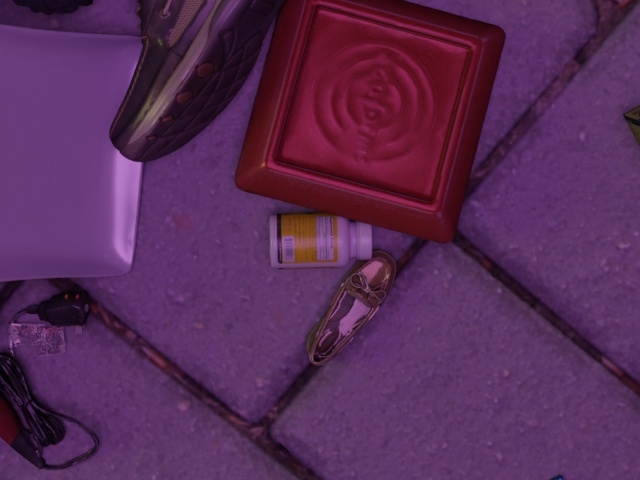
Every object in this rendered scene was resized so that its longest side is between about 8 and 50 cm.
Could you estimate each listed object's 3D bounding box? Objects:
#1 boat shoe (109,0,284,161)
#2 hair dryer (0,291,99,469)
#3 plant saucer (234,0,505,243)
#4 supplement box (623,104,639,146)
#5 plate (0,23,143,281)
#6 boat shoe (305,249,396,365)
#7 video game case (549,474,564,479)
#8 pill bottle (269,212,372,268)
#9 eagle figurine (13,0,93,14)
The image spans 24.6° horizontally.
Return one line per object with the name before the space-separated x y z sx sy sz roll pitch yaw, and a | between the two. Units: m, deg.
boat shoe | -0.132 -0.251 1.621 0.130 0.132 0.355 37 97 19
hair dryer | -0.405 0.166 1.690 0.294 0.080 0.223 1 100 -1
plant saucer | 0.059 -0.151 1.643 0.259 0.048 0.258 15 88 -4
supplement box | 0.394 -0.117 1.660 0.056 0.083 0.083 -29 99 3
plate | -0.309 -0.094 1.598 0.277 0.045 0.278 -3 103 -46
boat shoe | 0.036 0.079 1.701 0.056 0.048 0.153 39 96 -7
video game case | 0.247 0.373 1.770 0.166 0.015 0.119 -30 99 4
pill bottle | 0.000 0.000 1.680 0.116 0.065 0.065 -1 99 -1
eagle figurine | -0.296 -0.354 1.509 0.225 0.298 0.226 37 102 -4
